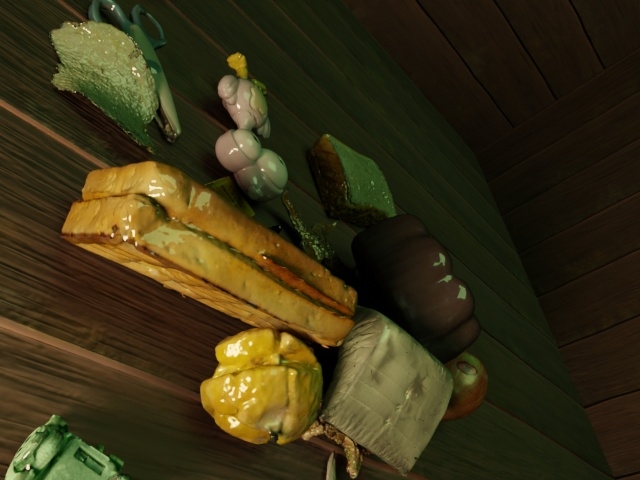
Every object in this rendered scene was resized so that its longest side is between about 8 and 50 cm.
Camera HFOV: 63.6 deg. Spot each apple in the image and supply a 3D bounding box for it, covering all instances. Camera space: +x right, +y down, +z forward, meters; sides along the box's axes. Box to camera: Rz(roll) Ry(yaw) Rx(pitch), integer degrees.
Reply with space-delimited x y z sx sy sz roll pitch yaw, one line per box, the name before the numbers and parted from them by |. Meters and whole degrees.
apple | 0.269 0.300 1.072 0.146 0.146 0.131 53 40 -7

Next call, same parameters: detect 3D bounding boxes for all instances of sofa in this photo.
sofa | 0.066 0.222 0.838 0.210 0.225 0.176 43 74 -28

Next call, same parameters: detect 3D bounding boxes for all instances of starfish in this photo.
starfish | -0.002 -0.001 1.057 0.247 0.050 0.138 32 37 -58
starfish | 0.045 0.291 0.800 0.209 0.053 0.150 37 25 -27

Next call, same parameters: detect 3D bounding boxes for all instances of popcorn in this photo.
popcorn | -0.070 0.180 0.647 0.152 0.148 0.167 42 -13 54

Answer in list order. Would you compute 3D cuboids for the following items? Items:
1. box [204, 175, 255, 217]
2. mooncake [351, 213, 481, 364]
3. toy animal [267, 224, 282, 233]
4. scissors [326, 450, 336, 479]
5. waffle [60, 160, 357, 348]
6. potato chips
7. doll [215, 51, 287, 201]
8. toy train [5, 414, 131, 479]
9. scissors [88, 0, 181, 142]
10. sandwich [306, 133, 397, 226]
box | -0.174 -0.053 0.857 0.089 0.022 0.156 53 28 -4
mooncake | 0.182 0.099 1.019 0.306 0.154 0.306 62 -4 7
toy animal | -0.129 0.018 0.808 0.202 0.070 0.105 12 81 -53
scissors | 0.003 0.404 0.657 0.109 0.022 0.300 42 28 -21
waffle | -0.127 0.028 0.638 0.327 0.224 0.098 33 71 -36
potato chips | -0.313 -0.227 0.777 0.167 0.059 0.228 10 57 -46
doll | -0.140 -0.208 0.992 0.160 0.094 0.365 49 21 -48
toy train | -0.227 0.217 0.429 0.099 0.081 0.149 46 35 -21
scissors | -0.299 -0.296 0.888 0.138 0.041 0.289 -10 70 -49
sandwich | 0.088 -0.141 1.309 0.251 0.087 0.226 18 45 -51
